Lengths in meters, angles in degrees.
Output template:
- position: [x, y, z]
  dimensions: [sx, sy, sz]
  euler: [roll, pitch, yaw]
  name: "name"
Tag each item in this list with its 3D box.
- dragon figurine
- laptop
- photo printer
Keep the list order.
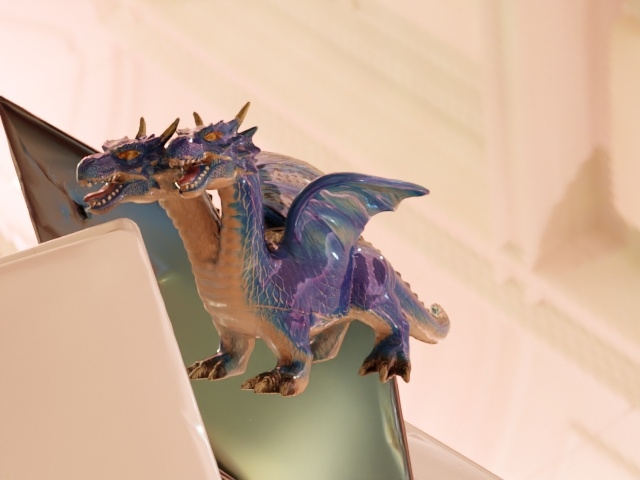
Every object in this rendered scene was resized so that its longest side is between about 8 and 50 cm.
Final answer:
- position: [0.000, 0.000, 0.988]
  dimensions: [0.085, 0.289, 0.144]
  euler: [9, -82, 43]
  name: "dragon figurine"
- position: [0.007, 0.078, 1.358]
  dimensions: [0.382, 0.408, 0.236]
  euler: [29, -71, 38]
  name: "laptop"
- position: [-0.154, 0.169, 0.858]
  dimensions: [0.107, 0.256, 0.307]
  euler: [-20, -93, 65]
  name: "photo printer"
